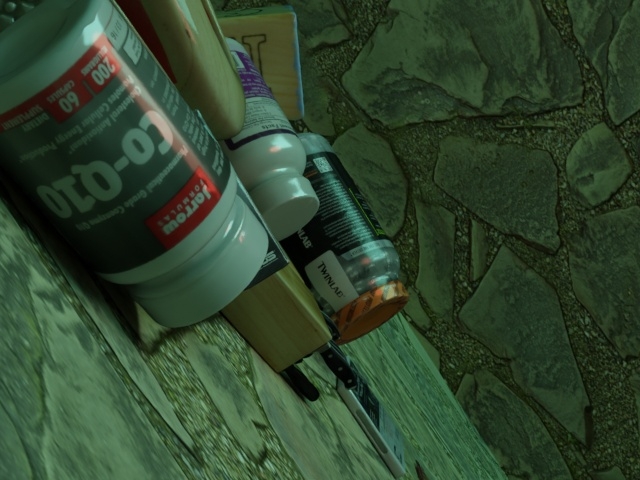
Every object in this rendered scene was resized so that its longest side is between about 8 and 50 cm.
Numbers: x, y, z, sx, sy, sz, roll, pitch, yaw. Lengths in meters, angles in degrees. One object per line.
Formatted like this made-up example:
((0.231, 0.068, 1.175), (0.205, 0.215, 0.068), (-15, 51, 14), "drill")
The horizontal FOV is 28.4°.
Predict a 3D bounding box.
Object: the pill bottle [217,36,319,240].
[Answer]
((-0.125, -0.147, 1.917), (0.302, 0.169, 0.169), (60, 7, 21), "pill bottle")

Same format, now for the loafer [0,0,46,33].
((-0.278, -0.192, 1.261), (0.319, 0.112, 0.111), (64, 0, -10), "loafer")

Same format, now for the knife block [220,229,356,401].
((-0.046, 0.106, 1.612), (0.242, 0.088, 0.275), (57, 5, 4), "knife block")

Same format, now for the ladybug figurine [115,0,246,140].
((-0.245, -0.333, 1.728), (0.305, 0.161, 0.449), (-85, 153, -83), "ladybug figurine")

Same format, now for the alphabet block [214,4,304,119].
((-0.137, -0.318, 2.295), (0.192, 0.197, 0.194), (-106, -170, -76), "alphabet block")

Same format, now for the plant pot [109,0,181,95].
((-0.265, -0.225, 1.409), (0.237, 0.109, 0.237), (54, -2, 2), "plant pot")

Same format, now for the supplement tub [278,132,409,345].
((0.000, 0.000, 2.046), (0.316, 0.193, 0.193), (58, 6, 18), "supplement tub")

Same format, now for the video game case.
((0.082, 0.284, 2.056), (0.173, 0.022, 0.190), (57, 7, -6), "video game case")

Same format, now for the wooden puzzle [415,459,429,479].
((0.184, 0.422, 2.227), (0.049, 0.006, 0.083), (56, 6, -15), "wooden puzzle")

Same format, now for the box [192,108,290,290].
((-0.129, -0.026, 1.358), (0.183, 0.056, 0.231), (59, -19, -1), "box")

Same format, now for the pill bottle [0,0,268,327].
((-0.175, -0.065, 1.116), (0.283, 0.161, 0.161), (53, 7, -30), "pill bottle")
